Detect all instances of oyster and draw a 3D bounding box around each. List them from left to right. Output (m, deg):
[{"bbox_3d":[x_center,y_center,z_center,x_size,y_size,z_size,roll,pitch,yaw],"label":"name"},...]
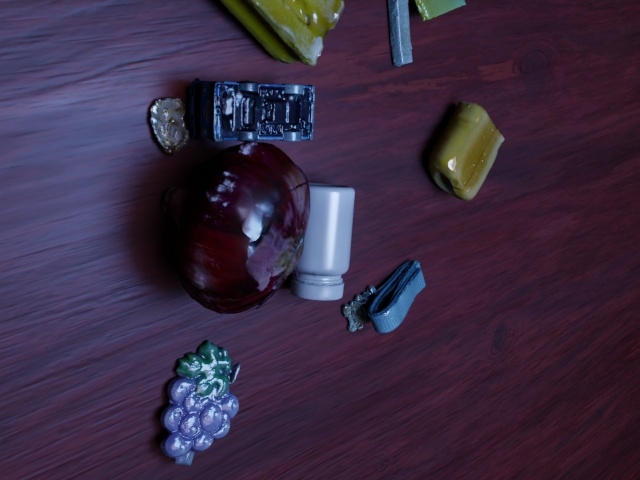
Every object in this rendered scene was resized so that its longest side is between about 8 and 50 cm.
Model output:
[{"bbox_3d":[-0.219,-0.164,1.015,0.054,0.019,0.083,-8,96,-18],"label":"oyster"}]

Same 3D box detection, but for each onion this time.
[{"bbox_3d":[-0.128,-0.022,1.007,0.219,0.252,0.252,17,90,6],"label":"onion"}]

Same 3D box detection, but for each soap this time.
[{"bbox_3d":[-0.082,-0.415,0.994,0.315,0.091,0.199,35,72,-47],"label":"soap"}]

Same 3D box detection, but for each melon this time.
[{"bbox_3d":[0.160,-0.480,1.219,0.262,0.053,0.114,44,68,-38],"label":"melon"}]

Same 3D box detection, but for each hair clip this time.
[{"bbox_3d":[-0.190,0.257,1.110,0.124,0.052,0.195,20,79,-33],"label":"hair clip"}]

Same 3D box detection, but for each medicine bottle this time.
[{"bbox_3d":[0.000,0.000,1.166,0.103,0.103,0.186,-2,100,-38],"label":"medicine bottle"}]

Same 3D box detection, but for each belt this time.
[{"bbox_3d":[0.131,0.103,1.318,0.179,0.100,0.065,-43,122,-41],"label":"belt"}]

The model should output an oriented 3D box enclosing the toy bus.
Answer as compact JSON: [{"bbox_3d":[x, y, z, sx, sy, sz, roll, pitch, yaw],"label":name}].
[{"bbox_3d":[-0.105,-0.193,1.044,0.185,0.106,0.090,-8,107,-42],"label":"toy bus"}]

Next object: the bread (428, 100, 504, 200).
[{"bbox_3d":[0.276,-0.172,1.359,0.134,0.085,0.173,45,70,-38],"label":"bread"}]

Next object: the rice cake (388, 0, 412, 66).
[{"bbox_3d":[0.140,-0.398,1.245,0.033,0.029,0.170,-20,110,-38],"label":"rice cake"}]
